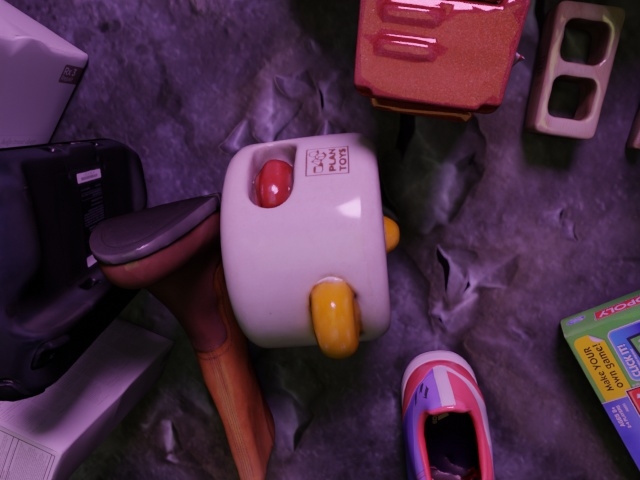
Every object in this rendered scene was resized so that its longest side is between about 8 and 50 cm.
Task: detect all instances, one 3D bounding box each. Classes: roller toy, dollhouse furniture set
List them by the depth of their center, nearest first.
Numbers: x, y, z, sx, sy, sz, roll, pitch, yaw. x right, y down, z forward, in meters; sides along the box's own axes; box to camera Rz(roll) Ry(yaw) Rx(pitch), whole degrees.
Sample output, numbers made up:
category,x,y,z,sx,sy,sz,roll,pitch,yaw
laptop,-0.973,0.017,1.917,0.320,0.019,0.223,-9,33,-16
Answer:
category,x,y,z,sx,sy,sz,roll,pitch,yaw
dollhouse furniture set,0.221,-0.164,0.460,0.373,0.201,0.152,10,101,6
roller toy,0.000,0.000,0.518,0.146,0.209,0.191,-5,91,7

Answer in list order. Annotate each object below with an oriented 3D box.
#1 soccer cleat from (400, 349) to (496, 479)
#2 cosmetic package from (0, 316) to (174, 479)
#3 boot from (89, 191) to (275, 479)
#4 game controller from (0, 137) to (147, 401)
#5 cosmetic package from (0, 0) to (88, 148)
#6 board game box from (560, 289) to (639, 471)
category,x,y,z,sx,sy,sz,roll,pitch,yaw
soccer cleat,0.141,0.283,0.593,0.108,0.116,0.319,-7,99,8
cosmetic package,-0.240,0.147,0.552,0.098,0.239,0.061,25,103,2
boot,-0.109,0.103,0.518,0.096,0.264,0.281,-13,97,-6
game controller,-0.209,-0.001,0.482,0.067,0.319,0.167,-10,102,-1
cosmetic package,-0.455,-0.226,0.525,0.385,0.217,0.156,35,102,2
board game box,0.417,0.179,0.555,0.213,0.046,0.317,-29,97,23
